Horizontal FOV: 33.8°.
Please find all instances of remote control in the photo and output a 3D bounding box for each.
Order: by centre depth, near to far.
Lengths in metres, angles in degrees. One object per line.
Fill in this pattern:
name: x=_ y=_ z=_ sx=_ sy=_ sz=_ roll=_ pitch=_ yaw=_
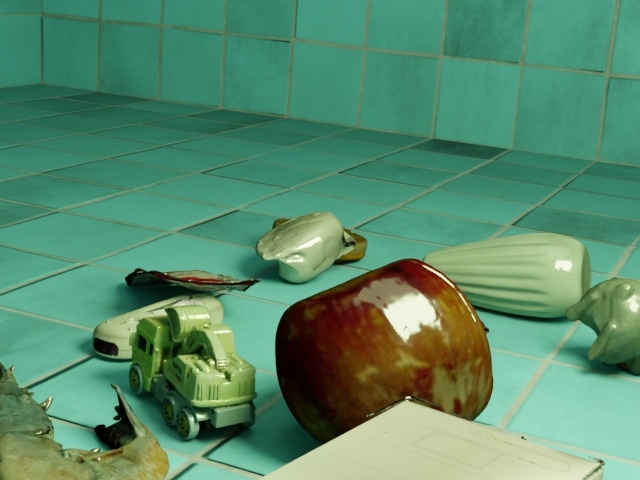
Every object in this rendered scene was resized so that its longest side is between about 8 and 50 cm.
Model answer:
remote control: x=-0.209 y=0.108 z=1.385 sx=0.078 sy=0.042 sz=0.221 roll=14 pitch=16 yaw=29

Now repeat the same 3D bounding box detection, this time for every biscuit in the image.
biscuit: x=-0.001 y=0.004 z=1.840 sx=0.170 sy=0.050 sz=0.170 roll=13 pitch=10 yaw=-2

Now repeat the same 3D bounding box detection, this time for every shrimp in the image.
shrimp: x=-0.246 y=0.186 z=1.032 sx=0.178 sy=0.075 sz=0.289 roll=5 pitch=11 yaw=-30

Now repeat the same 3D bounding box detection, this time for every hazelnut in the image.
hazelnut: x=0.067 y=0.135 z=1.118 sx=0.234 sy=0.218 sz=0.218 roll=-24 pitch=26 yaw=-24

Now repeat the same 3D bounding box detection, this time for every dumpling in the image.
dumpling: x=-0.031 y=0.007 z=1.696 sx=0.176 sy=0.092 sz=0.150 roll=-41 pitch=34 yaw=-28

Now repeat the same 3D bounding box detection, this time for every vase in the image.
vase: x=0.279 y=0.051 z=1.603 sx=0.248 sy=0.128 sz=0.128 roll=1 pitch=12 yaw=24

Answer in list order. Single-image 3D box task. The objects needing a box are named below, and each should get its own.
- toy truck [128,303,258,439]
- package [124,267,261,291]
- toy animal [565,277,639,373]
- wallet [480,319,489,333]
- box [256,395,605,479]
toy truck: x=-0.141 y=0.134 z=1.162 sx=0.085 sy=0.116 sz=0.191 roll=-3 pitch=17 yaw=-33
package: x=-0.186 y=0.057 z=1.508 sx=0.154 sy=0.030 sz=0.239 roll=3 pitch=-1 yaw=-19
toy animal: x=0.448 y=0.124 z=1.398 sx=0.236 sy=0.138 sz=0.108 roll=14 pitch=41 yaw=-21
wallet: x=0.155 y=0.105 z=1.526 sx=0.111 sy=0.030 sz=0.166 roll=-4 pitch=16 yaw=-25
box: x=0.091 y=0.232 z=0.874 sx=0.203 sy=0.106 sz=0.252 roll=15 pitch=17 yaw=33
